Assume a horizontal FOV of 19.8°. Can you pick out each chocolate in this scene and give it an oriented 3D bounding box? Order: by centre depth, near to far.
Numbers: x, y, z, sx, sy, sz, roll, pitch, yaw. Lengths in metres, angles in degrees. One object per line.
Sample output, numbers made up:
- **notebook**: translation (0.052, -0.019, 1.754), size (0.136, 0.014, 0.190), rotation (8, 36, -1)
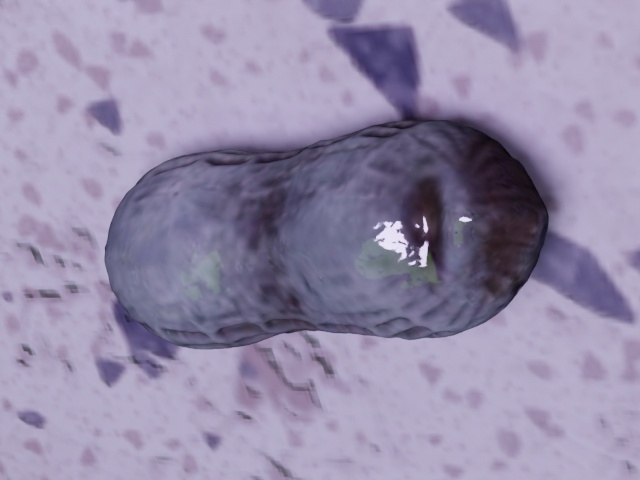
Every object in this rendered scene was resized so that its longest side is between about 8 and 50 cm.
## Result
- **chocolate**: translation (0.000, 0.000, 0.610), size (0.167, 0.072, 0.072), rotation (-8, 116, 33)
